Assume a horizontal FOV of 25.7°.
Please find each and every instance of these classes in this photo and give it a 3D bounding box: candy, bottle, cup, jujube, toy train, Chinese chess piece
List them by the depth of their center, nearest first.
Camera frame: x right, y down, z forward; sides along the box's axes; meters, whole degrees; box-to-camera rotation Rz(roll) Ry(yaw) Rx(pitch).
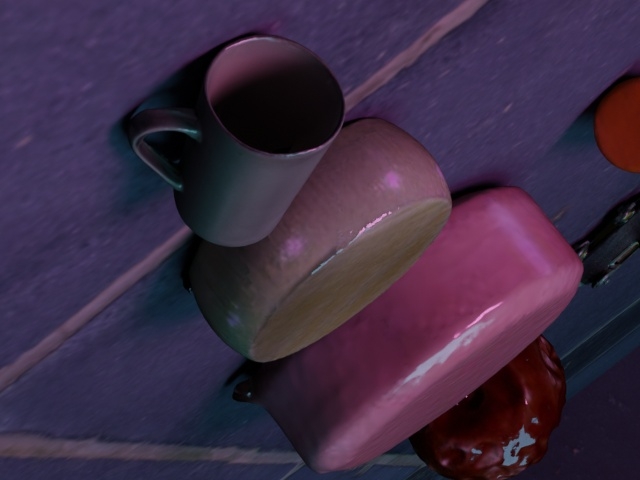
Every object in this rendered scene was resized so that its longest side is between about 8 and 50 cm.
[{"bbox_3d":[-0.035,-0.032,0.553,0.075,0.054,0.083,-30,165,-29],"label":"cup"},{"bbox_3d":[0.000,0.000,0.721,0.144,0.058,0.144,-36,165,-11],"label":"Chinese chess piece"},{"bbox_3d":[0.064,0.068,0.988,0.255,0.094,0.255,-35,165,-10],"label":"candy"},{"bbox_3d":[0.260,-0.085,1.025,0.069,0.069,0.187,-45,162,26],"label":"bottle"},{"bbox_3d":[0.159,0.141,1.316,0.155,0.155,0.230,-42,170,18],"label":"jujube"},{"bbox_3d":[0.298,-0.002,1.395,0.122,0.050,0.081,-47,172,33],"label":"toy train"}]
